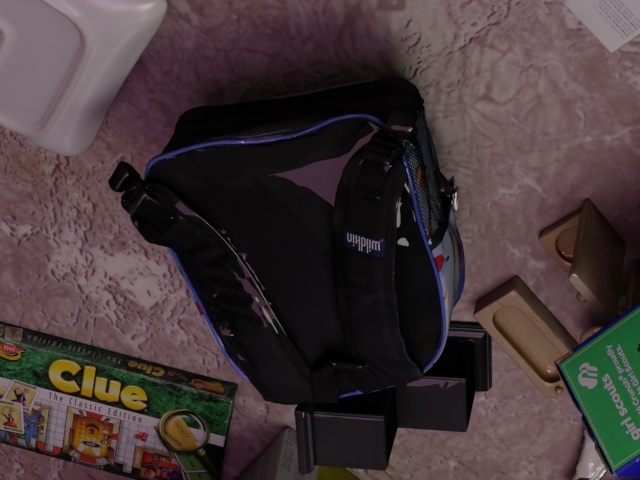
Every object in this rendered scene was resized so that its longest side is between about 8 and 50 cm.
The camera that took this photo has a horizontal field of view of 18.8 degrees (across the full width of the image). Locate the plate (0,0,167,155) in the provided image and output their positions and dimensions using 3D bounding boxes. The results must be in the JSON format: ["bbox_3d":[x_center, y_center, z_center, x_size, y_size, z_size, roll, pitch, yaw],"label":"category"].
[{"bbox_3d":[-0.292,-0.191,1.643,0.277,0.045,0.278,31,147,-7],"label":"plate"}]

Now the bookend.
[{"bbox_3d":[0.068,0.143,1.761,0.156,0.157,0.072,4,122,12],"label":"bookend"}]

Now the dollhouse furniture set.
[{"bbox_3d":[0.214,0.081,1.708,0.151,0.123,0.144,-33,109,28],"label":"dollhouse furniture set"}]

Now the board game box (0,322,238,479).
[{"bbox_3d":[-0.218,0.168,1.921,0.260,0.030,0.136,14,121,4],"label":"board game box"}]

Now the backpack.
[{"bbox_3d":[0.000,0.000,1.659,0.277,0.213,0.263,-6,112,24],"label":"backpack"}]

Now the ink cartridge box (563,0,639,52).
[{"bbox_3d":[0.269,-0.227,1.493,0.063,0.109,0.150,44,135,-13],"label":"ink cartridge box"}]

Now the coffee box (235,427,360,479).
[{"bbox_3d":[-0.022,0.455,1.842,0.334,0.337,0.338,38,112,-11],"label":"coffee box"}]

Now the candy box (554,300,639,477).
[{"bbox_3d":[0.399,0.074,1.584,0.268,0.122,0.317,10,137,-48],"label":"candy box"}]

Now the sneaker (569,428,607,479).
[{"bbox_3d":[0.261,0.197,1.826,0.044,0.040,0.109,39,120,8],"label":"sneaker"}]
